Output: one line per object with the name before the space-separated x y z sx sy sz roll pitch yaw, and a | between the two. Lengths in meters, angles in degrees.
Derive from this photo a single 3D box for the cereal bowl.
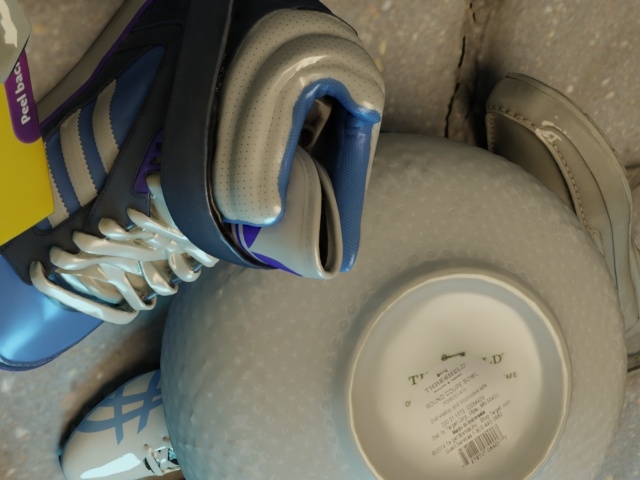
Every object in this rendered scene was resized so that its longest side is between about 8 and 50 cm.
cereal bowl | 0.069 0.091 0.912 0.339 0.141 0.339 -1 92 -18

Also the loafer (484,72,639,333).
loafer | 0.195 -0.005 1.101 0.111 0.112 0.319 -45 135 -14

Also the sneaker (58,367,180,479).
sneaker | -0.082 0.137 0.995 0.237 0.086 0.085 -20 137 -2

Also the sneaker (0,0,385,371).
sneaker | -0.091 -0.010 0.806 0.130 0.236 0.323 29 99 -43

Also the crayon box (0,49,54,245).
crayon box | -0.300 -0.106 0.622 0.313 0.106 0.363 -36 136 -38

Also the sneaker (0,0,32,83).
sneaker | -0.242 -0.024 0.555 0.146 0.122 0.331 33 72 -57

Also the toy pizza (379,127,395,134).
toy pizza | 0.000 0.000 1.020 0.201 0.032 0.201 -17 126 -24
